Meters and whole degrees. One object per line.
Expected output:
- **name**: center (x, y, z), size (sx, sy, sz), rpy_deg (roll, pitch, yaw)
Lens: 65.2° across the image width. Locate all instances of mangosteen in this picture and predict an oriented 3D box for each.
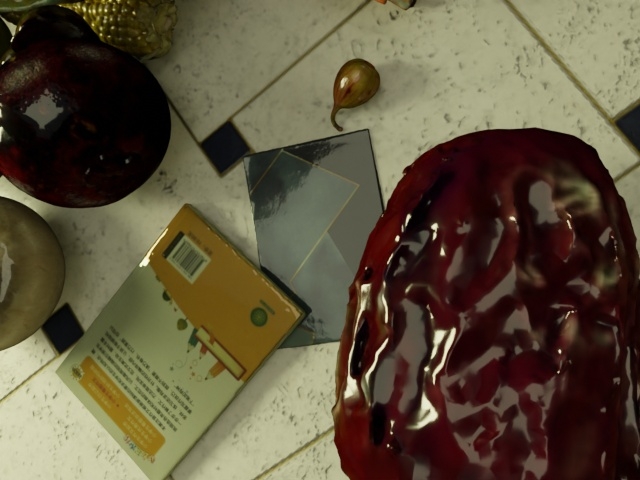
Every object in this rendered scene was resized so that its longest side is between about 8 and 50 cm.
- **mangosteen**: center (-0.275, -0.137, 0.568), size (0.210, 0.210, 0.209), rpy_deg (0, 89, 14)

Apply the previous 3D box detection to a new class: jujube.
- **jujube**: center (0.145, 0.099, 0.440), size (0.259, 0.258, 0.376), rpy_deg (5, 78, 14)

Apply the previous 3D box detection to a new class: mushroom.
- **mushroom**: center (-0.426, 0.041, 0.596), size (0.204, 0.204, 0.204), rpy_deg (0, 89, 14)

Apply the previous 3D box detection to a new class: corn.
- **corn**: center (-0.300, -0.292, 0.628), size (0.260, 0.091, 0.091), rpy_deg (15, 60, 14)

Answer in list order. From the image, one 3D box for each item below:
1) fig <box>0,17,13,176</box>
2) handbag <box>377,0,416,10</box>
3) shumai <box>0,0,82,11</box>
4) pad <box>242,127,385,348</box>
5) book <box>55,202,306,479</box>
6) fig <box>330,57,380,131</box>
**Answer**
- **fig**: center (-0.482, -0.183, 0.603), size (0.240, 0.239, 0.271), rpy_deg (16, 76, 14)
- **handbag**: center (0.064, -0.476, 0.467), size (0.304, 0.116, 0.410), rpy_deg (36, 118, 13)
- **shumai**: center (-0.295, -0.397, 0.464), size (0.330, 0.288, 0.291), rpy_deg (-11, 43, -6)
- **pad**: center (0.000, 0.000, 0.592), size (0.164, 0.004, 0.242), rpy_deg (-11, 87, 13)
- **book**: center (-0.184, 0.130, 0.624), size (0.208, 0.020, 0.295), rpy_deg (42, 99, 12)
- **fig**: center (0.034, -0.165, 0.570), size (0.050, 0.050, 0.083), rpy_deg (36, 116, 12)
